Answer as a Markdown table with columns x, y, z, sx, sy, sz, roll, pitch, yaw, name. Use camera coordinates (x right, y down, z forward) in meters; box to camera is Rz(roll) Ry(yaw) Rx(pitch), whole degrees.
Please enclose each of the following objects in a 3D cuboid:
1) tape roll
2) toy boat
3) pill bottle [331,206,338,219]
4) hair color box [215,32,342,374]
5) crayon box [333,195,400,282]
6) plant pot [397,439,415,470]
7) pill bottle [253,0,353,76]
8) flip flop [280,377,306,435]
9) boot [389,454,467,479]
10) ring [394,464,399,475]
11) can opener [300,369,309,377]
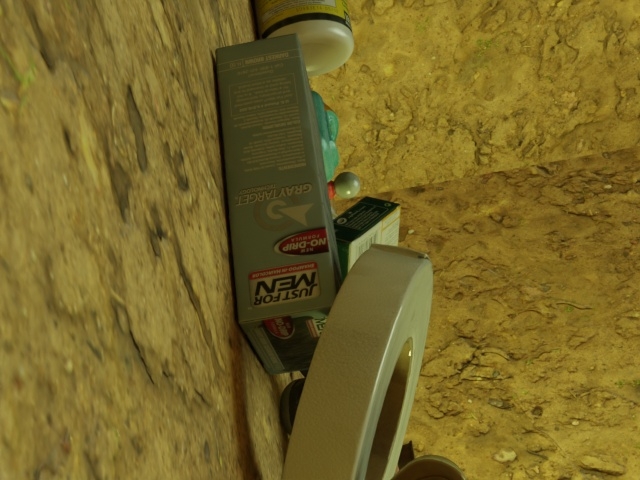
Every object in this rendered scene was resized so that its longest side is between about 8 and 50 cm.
| x | y | z | sx | sy | sz | roll | pitch | yaw | name |
| --- | --- | --- | --- | --- | --- | --- | --- | --- | --- |
| 0.048 | 0.200 | 0.943 | 0.392 | 0.071 | 0.392 | 12 | 90 | -75 | tape roll |
| 0.005 | -0.209 | 1.969 | 0.318 | 0.148 | 0.268 | 75 | 6 | -51 | toy boat |
| 0.000 | 0.000 | 1.681 | 0.184 | 0.103 | 0.103 | -95 | 174 | -57 | pill bottle |
| -0.046 | -0.045 | 1.027 | 0.185 | 0.113 | 0.375 | 74 | 7 | -62 | hair color box |
| 0.064 | 0.103 | 1.568 | 0.203 | 0.083 | 0.323 | -36 | 134 | -52 | crayon box |
| 0.108 | 0.475 | 1.572 | 0.167 | 0.165 | 0.167 | -10 | 90 | -86 | plant pot |
| -0.047 | -0.518 | 1.688 | 0.188 | 0.187 | 0.334 | 67 | 14 | -74 | pill bottle |
| -0.005 | 0.258 | 1.189 | 0.277 | 0.080 | 0.112 | 35 | 42 | -63 | flip flop |
| 0.092 | 0.311 | 0.861 | 0.203 | 0.095 | 0.262 | -23 | 131 | -71 | boot |
| 0.117 | 0.387 | 1.322 | 0.336 | 0.032 | 0.337 | -15 | 90 | -83 | ring |
| -0.031 | 0.070 | 1.238 | 0.095 | 0.075 | 0.284 | -92 | 170 | -70 | can opener |
